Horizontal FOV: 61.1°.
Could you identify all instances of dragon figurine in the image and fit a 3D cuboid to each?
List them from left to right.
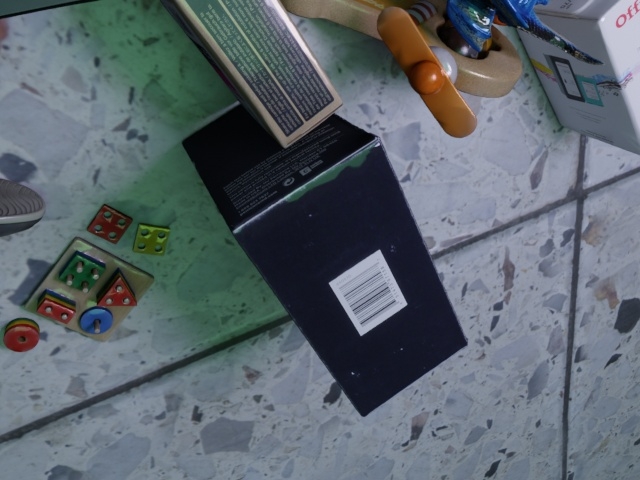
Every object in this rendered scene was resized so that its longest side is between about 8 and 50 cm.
[{"bbox_3d":[0.206,-0.284,0.634,0.144,0.085,0.289,-47,108,-23],"label":"dragon figurine"}]

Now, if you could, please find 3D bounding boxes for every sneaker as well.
[{"bbox_3d":[-0.469,-0.011,0.682,0.222,0.083,0.118,-6,138,-30],"label":"sneaker"}]

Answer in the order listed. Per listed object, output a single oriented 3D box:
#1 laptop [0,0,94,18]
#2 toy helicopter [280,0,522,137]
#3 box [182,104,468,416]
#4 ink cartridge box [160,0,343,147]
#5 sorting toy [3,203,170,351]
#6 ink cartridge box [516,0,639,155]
[{"bbox_3d":[-0.375,-0.298,0.312,0.236,0.408,0.382,-45,132,-40],"label":"laptop"},{"bbox_3d":[0.104,-0.272,0.715,0.355,0.235,0.140,15,143,-11],"label":"toy helicopter"},{"bbox_3d":[0.000,0.000,0.740,0.179,0.312,0.343,-33,124,-4],"label":"box"},{"bbox_3d":[-0.094,-0.232,0.623,0.088,0.235,0.193,-38,124,-1],"label":"ink cartridge box"},{"bbox_3d":[-0.330,0.077,0.795,0.132,0.046,0.274,36,98,-34],"label":"sorting toy"},{"bbox_3d":[0.473,-0.315,0.851,0.198,0.197,0.270,-42,125,2],"label":"ink cartridge box"}]
